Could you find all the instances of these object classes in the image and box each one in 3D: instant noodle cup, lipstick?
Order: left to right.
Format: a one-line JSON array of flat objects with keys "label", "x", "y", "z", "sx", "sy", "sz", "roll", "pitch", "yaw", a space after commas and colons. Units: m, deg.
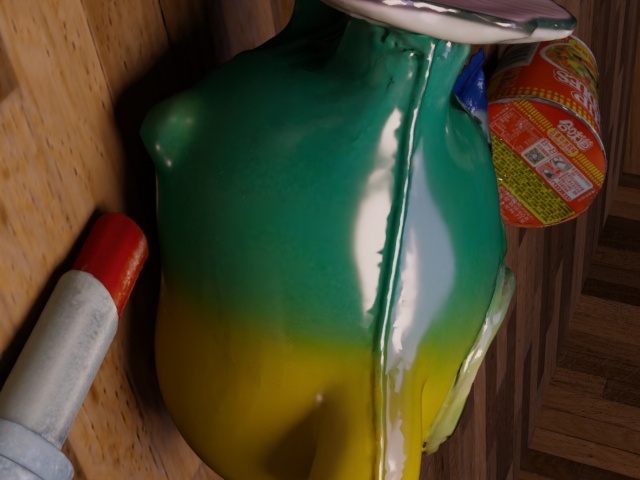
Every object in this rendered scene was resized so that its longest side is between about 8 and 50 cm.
[{"label": "lipstick", "x": -0.150, "y": 0.103, "z": 0.521, "sx": 0.068, "sy": 0.061, "sz": 0.274, "roll": 60, "pitch": 40, "yaw": -45}, {"label": "instant noodle cup", "x": 0.266, "y": -0.153, "z": 1.300, "sx": 0.212, "sy": 0.193, "sz": 0.193, "roll": -66, "pitch": 157, "yaw": -46}]

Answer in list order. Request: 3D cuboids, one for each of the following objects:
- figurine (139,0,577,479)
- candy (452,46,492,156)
[{"label": "figurine", "x": 0.000, "y": 0.000, "z": 0.625, "sx": 0.323, "sy": 0.231, "sz": 0.340, "roll": -123, "pitch": -138, "yaw": -59}, {"label": "candy", "x": 0.135, "y": -0.039, "z": 1.143, "sx": 0.331, "sy": 0.077, "sz": 0.187, "roll": 81, "pitch": 32, "yaw": -48}]
